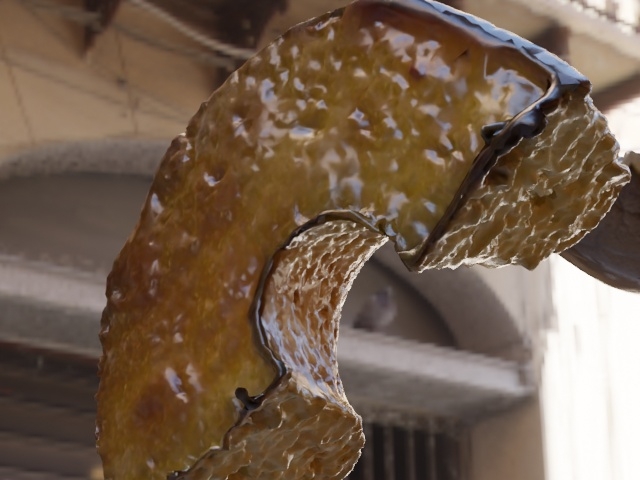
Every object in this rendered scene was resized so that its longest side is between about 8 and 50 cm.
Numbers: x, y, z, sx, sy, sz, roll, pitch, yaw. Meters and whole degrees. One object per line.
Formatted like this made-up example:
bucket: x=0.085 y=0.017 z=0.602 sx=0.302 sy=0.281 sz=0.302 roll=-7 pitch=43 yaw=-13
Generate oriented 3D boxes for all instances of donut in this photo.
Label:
donut: x=0.001 y=-0.006 z=0.581 sx=0.101 sy=0.152 sz=0.259 roll=21 pitch=-61 yaw=-44

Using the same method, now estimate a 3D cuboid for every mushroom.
mushroom: x=0.289 y=-0.080 z=1.063 sx=0.233 sy=0.301 sz=0.208 roll=16 pitch=-36 yaw=30
